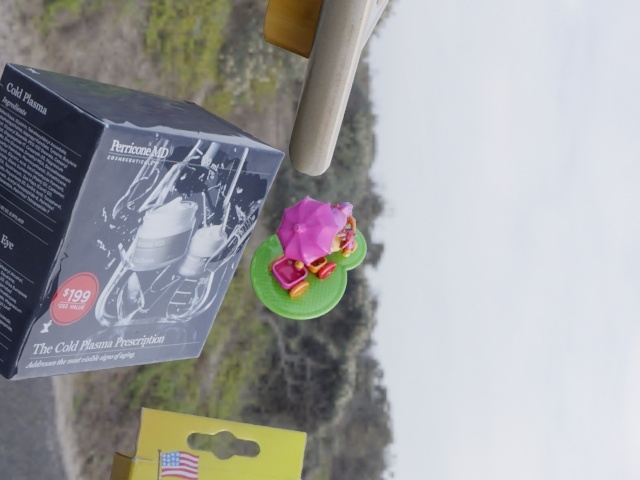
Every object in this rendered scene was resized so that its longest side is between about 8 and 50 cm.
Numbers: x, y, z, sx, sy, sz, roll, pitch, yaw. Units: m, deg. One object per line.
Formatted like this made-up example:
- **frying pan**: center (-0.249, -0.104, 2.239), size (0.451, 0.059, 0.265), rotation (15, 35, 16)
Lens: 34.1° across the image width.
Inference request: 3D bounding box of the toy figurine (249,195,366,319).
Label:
- **toy figurine**: center (0.000, 0.000, 1.322), size (0.130, 0.173, 0.159), rotation (52, -24, 16)

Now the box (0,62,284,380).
- **box**: center (-0.256, -0.018, 1.278), size (0.343, 0.179, 0.313), rotation (1, 115, -59)

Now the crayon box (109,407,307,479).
- **crayon box**: center (-0.137, 0.350, 1.123), size (0.081, 0.202, 0.319), rotation (-12, -114, 64)

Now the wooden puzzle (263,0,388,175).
- **wooden puzzle**: center (0.039, -0.270, 0.764), size (0.322, 0.080, 0.348), rotation (107, 3, -53)
